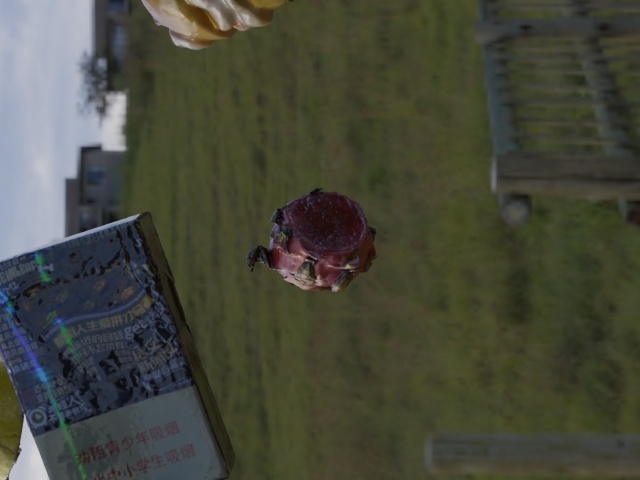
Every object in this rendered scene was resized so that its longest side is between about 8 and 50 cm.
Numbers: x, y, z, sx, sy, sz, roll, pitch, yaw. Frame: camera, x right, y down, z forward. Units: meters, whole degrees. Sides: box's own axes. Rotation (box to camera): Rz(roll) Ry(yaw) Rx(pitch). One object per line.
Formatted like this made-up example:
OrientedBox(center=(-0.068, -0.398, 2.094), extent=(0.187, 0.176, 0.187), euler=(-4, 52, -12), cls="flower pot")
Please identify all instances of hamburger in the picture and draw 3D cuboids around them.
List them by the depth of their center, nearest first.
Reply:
OrientedBox(center=(-0.185, -0.424, 1.781), extent=(0.276, 0.237, 0.276), euler=(48, -153, -35), cls="hamburger")

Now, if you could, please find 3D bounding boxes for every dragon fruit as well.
OrientedBox(center=(0.000, 0.000, 2.333), extent=(0.147, 0.282, 0.211), euler=(126, 130, -58), cls="dragon fruit")

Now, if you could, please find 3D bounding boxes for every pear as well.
OrientedBox(center=(-0.642, 0.311, 2.121), extent=(0.267, 0.178, 0.267), euler=(-18, 67, 50), cls="pear")

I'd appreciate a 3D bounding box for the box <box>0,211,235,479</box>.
OrientedBox(center=(-0.238, 0.144, 1.312), extent=(0.084, 0.198, 0.310), euler=(-75, -33, -83), cls="box")
